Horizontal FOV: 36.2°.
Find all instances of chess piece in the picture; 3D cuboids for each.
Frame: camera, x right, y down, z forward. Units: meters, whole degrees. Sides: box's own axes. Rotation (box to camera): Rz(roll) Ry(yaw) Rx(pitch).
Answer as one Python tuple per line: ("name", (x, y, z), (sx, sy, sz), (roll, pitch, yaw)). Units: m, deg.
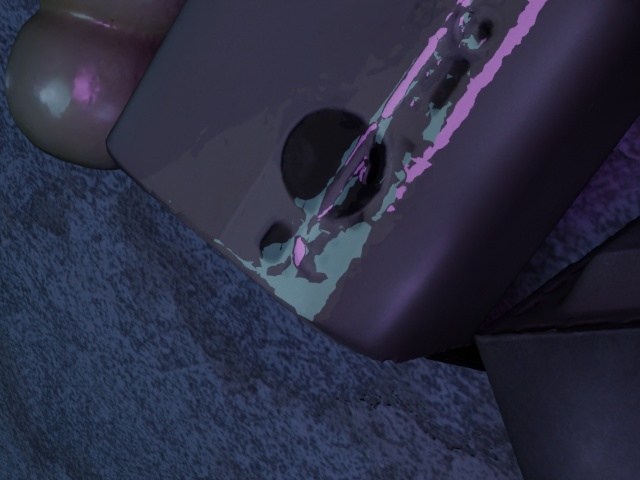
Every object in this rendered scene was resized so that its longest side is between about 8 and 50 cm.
("chess piece", (-0.136, -0.215, 0.701), (0.182, 0.182, 0.330), (21, 98, 36))

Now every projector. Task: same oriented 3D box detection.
("projector", (0.049, -0.095, 0.642), (0.249, 0.248, 0.249), (40, 106, 22))

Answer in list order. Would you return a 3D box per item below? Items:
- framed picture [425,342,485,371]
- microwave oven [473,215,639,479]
("framed picture", (0.000, 0.000, 0.838), (0.339, 0.255, 0.014), (39, 95, 24))
("microwave oven", (0.355, 0.122, 0.530), (0.432, 0.236, 0.374), (-10, 104, 46))
